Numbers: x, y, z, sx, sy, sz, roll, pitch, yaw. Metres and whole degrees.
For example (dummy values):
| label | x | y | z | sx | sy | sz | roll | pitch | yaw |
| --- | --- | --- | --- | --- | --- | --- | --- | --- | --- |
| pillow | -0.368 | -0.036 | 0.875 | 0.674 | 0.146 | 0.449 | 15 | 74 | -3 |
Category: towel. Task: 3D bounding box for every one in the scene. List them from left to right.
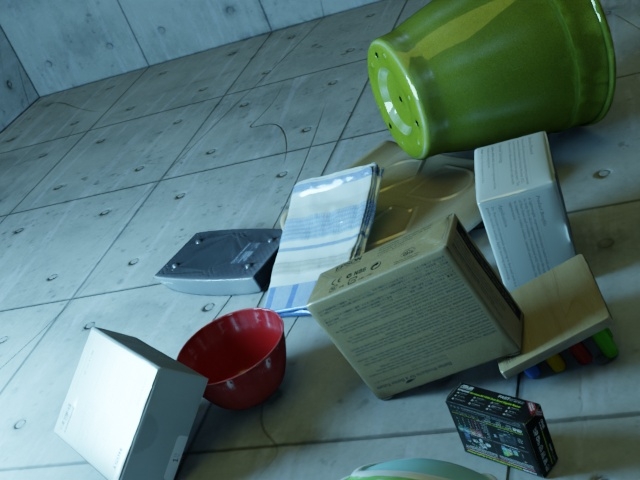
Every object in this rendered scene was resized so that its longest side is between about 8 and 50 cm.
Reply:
| label | x | y | z | sx | sy | sz | roll | pitch | yaw |
| --- | --- | --- | --- | --- | --- | --- | --- | --- | --- |
| towel | 0.000 | 0.000 | 1.654 | 0.209 | 0.034 | 0.285 | -10 | 54 | 40 |

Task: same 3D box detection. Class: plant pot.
| label | x | y | z | sx | sy | sz | roll | pitch | yaw |
| --- | --- | --- | --- | --- | --- | --- | --- | --- | --- |
| plant pot | 0.289 | -0.322 | 1.753 | 0.353 | 0.366 | 0.366 | -23 | 27 | -10 |

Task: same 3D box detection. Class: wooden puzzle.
| label | x | y | z | sx | sy | sz | roll | pitch | yaw |
| --- | --- | --- | --- | --- | --- | --- | --- | --- | --- |
| wooden puzzle | 0.145 | -0.053 | 1.741 | 0.322 | 0.080 | 0.348 | -37 | 35 | -24 |

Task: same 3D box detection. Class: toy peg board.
| label | x | y | z | sx | sy | sz | roll | pitch | yaw |
| --- | --- | --- | --- | --- | --- | --- | --- | --- | --- |
| toy peg board | 0.327 | 0.124 | 1.307 | 0.161 | 0.079 | 0.161 | -32 | 24 | 18 |

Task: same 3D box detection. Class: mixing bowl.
| label | x | y | z | sx | sy | sz | roll | pitch | yaw |
| --- | --- | --- | --- | --- | --- | --- | --- | --- | --- |
| mixing bowl | -0.123 | 0.198 | 1.467 | 0.181 | 0.098 | 0.181 | -19 | 28 | 10 |

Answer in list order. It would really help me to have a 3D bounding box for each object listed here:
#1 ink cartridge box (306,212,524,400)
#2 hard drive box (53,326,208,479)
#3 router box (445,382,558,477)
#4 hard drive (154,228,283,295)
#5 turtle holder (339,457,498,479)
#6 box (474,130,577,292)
| label | x | y | z | sx | sy | sz | roll | pitch | yaw |
| --- | --- | --- | --- | --- | --- | --- | --- | --- | --- |
| ink cartridge box | 0.131 | 0.096 | 1.299 | 0.235 | 0.193 | 0.088 | -25 | 24 | 29 |
| hard drive box | -0.289 | 0.250 | 1.415 | 0.232 | 0.089 | 0.181 | 18 | 88 | 52 |
| router box | 0.222 | 0.231 | 1.156 | 0.122 | 0.092 | 0.038 | 10 | 42 | 45 |
| hard drive | -0.182 | 0.042 | 1.833 | 0.255 | 0.054 | 0.172 | -1 | 34 | 35 |
| turtle holder | 0.129 | 0.318 | 0.920 | 0.320 | 0.243 | 0.227 | -24 | 4 | 23 |
| box | 0.321 | -0.043 | 1.468 | 0.119 | 0.181 | 0.182 | -14 | 29 | 16 |
